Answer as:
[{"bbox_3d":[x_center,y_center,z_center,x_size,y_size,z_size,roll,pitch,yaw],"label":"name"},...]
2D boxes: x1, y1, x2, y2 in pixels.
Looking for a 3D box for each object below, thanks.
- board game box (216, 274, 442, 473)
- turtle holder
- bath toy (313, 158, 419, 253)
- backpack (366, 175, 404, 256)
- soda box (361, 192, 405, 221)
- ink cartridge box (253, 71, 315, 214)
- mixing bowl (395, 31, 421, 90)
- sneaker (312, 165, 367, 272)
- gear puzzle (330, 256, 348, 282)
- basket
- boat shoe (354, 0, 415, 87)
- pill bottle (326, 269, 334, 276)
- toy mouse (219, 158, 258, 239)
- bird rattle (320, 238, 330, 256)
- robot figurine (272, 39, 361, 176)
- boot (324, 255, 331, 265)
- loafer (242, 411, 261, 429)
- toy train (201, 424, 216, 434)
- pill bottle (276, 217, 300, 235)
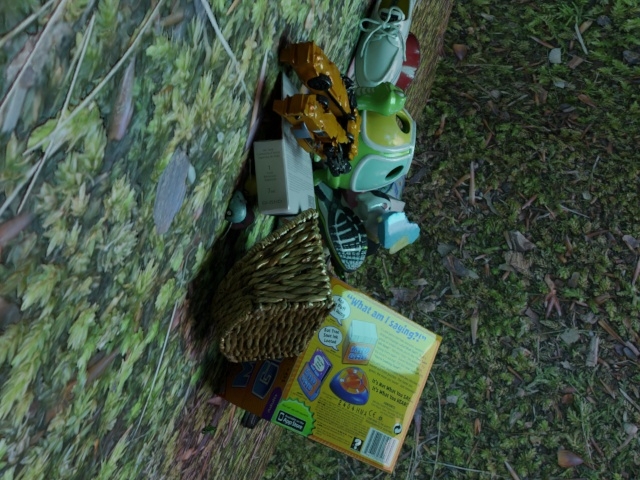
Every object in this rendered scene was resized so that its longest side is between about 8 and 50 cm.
[{"bbox_3d":[0.016,0.322,1.676,0.356,0.356,0.356,-5,-123,62],"label":"board game box"},{"bbox_3d":[0.108,-0.261,1.553,0.243,0.227,0.320,-83,-179,-52],"label":"turtle holder"},{"bbox_3d":[0.112,-0.113,1.733,0.129,0.348,0.151,-19,138,-26],"label":"bath toy"},{"bbox_3d":[0.183,-0.156,2.392,0.356,0.273,0.290,-89,173,-51],"label":"backpack"},{"bbox_3d":[0.132,-0.116,2.098,0.286,0.091,0.098,10,105,-39],"label":"soda box"},{"bbox_3d":[-0.069,-0.179,1.357,0.296,0.066,0.261,5,81,-81],"label":"ink cartridge box"},{"bbox_3d":[0.181,-0.506,1.841,0.098,0.181,0.182,3,115,-36],"label":"mixing bowl"},{"bbox_3d":[0.024,-0.042,1.676,0.121,0.111,0.300,-57,-133,49],"label":"sneaker"},{"bbox_3d":[0.055,0.089,2.245,0.175,0.044,0.339,82,-7,-62],"label":"gear puzzle"},{"bbox_3d":[-0.119,0.097,1.347,0.299,0.213,0.223,119,-36,-58],"label":"basket"},{"bbox_3d":[0.176,-0.554,1.699,0.156,0.135,0.367,54,55,-80],"label":"boat shoe"},{"bbox_3d":[-0.037,0.204,2.175,0.264,0.146,0.146,-59,167,-49],"label":"pill bottle"},{"bbox_3d":[-0.149,-0.055,1.273,0.161,0.031,0.143,93,21,-64],"label":"toy mouse"},{"bbox_3d":[0.000,0.000,1.845,0.253,0.143,0.207,-32,-136,26],"label":"bird rattle"},{"bbox_3d":[0.006,-0.248,1.275,0.291,0.085,0.211,40,55,-64],"label":"robot figurine"},{"bbox_3d":[0.002,-0.026,2.077,0.229,0.091,0.263,75,30,-62],"label":"boot"},{"bbox_3d":[-0.171,0.535,2.318,0.109,0.095,0.303,101,14,-49],"label":"loafer"},{"bbox_3d":[-0.295,0.506,1.752,0.083,0.023,0.017,58,54,-79],"label":"toy train"},{"bbox_3d":[-0.069,-0.018,1.654,0.087,0.087,0.160,-57,166,-50],"label":"pill bottle"}]
